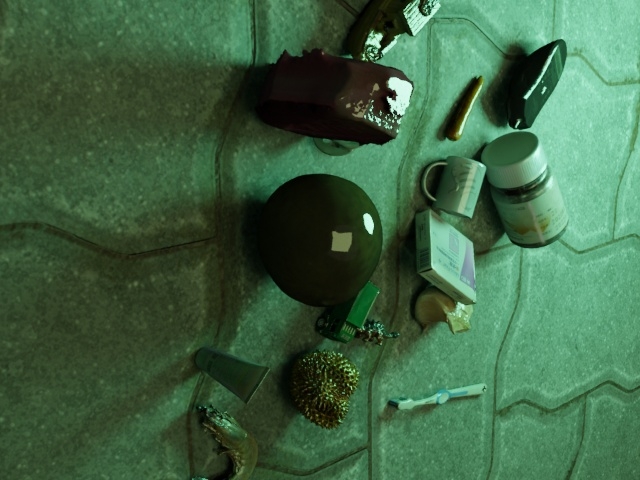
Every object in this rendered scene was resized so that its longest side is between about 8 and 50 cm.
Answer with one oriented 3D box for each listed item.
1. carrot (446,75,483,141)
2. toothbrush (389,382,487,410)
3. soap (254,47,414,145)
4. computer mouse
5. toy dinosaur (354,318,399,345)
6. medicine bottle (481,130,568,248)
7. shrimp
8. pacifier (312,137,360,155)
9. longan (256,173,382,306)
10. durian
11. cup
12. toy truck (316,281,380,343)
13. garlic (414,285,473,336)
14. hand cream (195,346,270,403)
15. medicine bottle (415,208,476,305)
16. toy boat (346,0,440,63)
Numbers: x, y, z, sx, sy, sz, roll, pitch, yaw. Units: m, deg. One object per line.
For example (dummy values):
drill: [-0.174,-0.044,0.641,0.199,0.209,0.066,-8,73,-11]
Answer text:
carrot: [0.350,-0.319,1.915,0.037,0.037,0.190,39,73,-41]
toothbrush: [0.319,0.402,2.066,0.386,0.040,0.040,1,100,-42]
soap: [0.025,-0.254,1.446,0.220,0.324,0.127,13,88,-45]
computer mouse: [0.529,-0.392,2.024,0.264,0.088,0.147,-59,147,-15]
toy dinosaur: [0.121,0.208,1.834,0.154,0.049,0.055,16,87,-38]
medicine bottle: [0.514,-0.125,2.024,0.165,0.165,0.273,-47,127,-23]
shrimp: [-0.207,0.420,1.596,0.152,0.046,0.219,-49,129,-25]
pacifier: [0.060,-0.219,1.643,0.150,0.126,0.117,-60,156,-22]
longan: [0.000,0.000,1.538,0.258,0.258,0.258,-12,108,-40]
durian: [0.006,0.308,1.707,0.168,0.137,0.158,44,50,-25]
cup: [0.315,-0.129,1.889,0.136,0.099,0.133,19,89,-44]
toy truck: [0.058,0.151,1.743,0.065,0.079,0.147,34,79,-42]
garlic: [0.305,0.168,1.967,0.174,0.099,0.124,-6,85,-45]
hand cream: [-0.168,0.245,1.497,0.047,0.174,0.076,46,69,-39]
medicine bottle: [0.296,0.043,1.900,0.201,0.052,0.171,35,46,-40]
toy boat: [0.169,-0.474,1.659,0.321,0.121,0.089,-52,135,-20]
